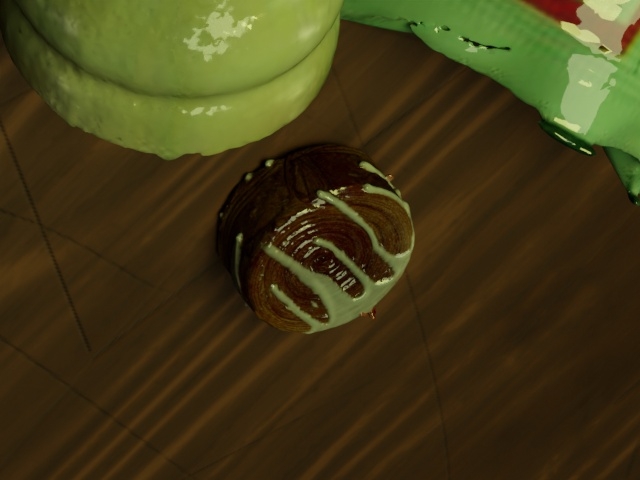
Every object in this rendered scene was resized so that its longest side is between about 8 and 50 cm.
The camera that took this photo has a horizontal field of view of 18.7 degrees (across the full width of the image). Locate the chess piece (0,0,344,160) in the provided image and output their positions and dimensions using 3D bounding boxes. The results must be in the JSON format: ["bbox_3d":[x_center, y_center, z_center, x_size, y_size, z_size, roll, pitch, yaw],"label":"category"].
[{"bbox_3d":[-0.072,-0.269,1.117,0.234,0.234,0.442,-16,149,-20],"label":"chess piece"}]

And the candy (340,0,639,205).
[{"bbox_3d":[0.165,-0.219,1.469,0.398,0.172,0.263,28,98,-22],"label":"candy"}]

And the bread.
[{"bbox_3d":[0.000,0.000,1.575,0.160,0.073,0.160,-17,131,-20],"label":"bread"}]
